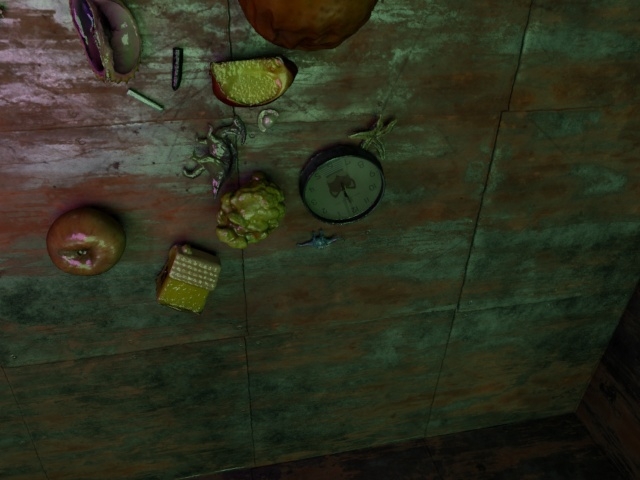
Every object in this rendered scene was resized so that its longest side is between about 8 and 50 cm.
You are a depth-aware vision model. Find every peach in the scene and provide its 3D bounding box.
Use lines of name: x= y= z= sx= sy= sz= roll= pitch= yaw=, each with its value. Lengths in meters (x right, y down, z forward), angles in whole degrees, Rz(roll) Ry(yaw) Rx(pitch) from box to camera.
peach: x=-0.208 y=-0.498 z=1.632 sx=0.268 sy=0.154 sz=0.158 roll=-15 pitch=118 yaw=-16

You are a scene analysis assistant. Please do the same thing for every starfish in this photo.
starfish: x=0.177 y=-0.370 z=1.880 sx=0.176 sy=0.053 sz=0.208 roll=2 pitch=130 yaw=-26

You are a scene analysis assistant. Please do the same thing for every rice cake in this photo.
rice cake: x=-0.555 y=-0.442 z=1.660 sx=0.121 sy=0.021 sz=0.022 roll=27 pitch=118 yaw=-27

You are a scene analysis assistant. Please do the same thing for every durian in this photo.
durian: x=-0.598 y=-0.584 z=1.489 sx=0.187 sy=0.154 sz=0.260 roll=-12 pitch=123 yaw=-34

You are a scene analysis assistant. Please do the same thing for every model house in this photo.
model house: x=-0.493 y=0.135 z=1.980 sx=0.194 sy=0.174 sz=0.234 roll=21 pitch=120 yaw=-26

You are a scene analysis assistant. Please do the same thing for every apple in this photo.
apple: x=-0.799 y=0.002 z=1.797 sx=0.261 sy=0.194 sz=0.260 roll=-6 pitch=124 yaw=-8

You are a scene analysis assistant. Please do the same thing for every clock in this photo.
clock: x=0.083 y=-0.198 z=1.949 sx=0.326 sy=0.067 sz=0.324 roll=-6 pitch=131 yaw=-7

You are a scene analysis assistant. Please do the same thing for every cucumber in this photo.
cucumber: x=-0.444 y=-0.526 z=1.624 sx=0.032 sy=0.032 sz=0.133 roll=3 pitch=122 yaw=-17

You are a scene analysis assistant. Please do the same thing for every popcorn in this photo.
popcorn: x=-0.246 y=-0.107 z=1.843 sx=0.235 sy=0.241 sz=0.250 roll=24 pitch=112 yaw=-25

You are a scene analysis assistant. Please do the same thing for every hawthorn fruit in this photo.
hawthorn fruit: x=-0.020 y=-0.717 z=1.356 sx=0.473 sy=0.471 sz=0.471 roll=-7 pitch=125 yaw=-10

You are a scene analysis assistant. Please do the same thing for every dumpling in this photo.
dumpling: x=-0.180 y=-0.410 z=1.771 sx=0.059 sy=0.043 sz=0.077 roll=39 pitch=124 yaw=-16

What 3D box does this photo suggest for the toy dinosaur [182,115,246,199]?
toy dinosaur: x=-0.357 y=-0.291 z=1.782 sx=0.162 sy=0.077 sz=0.294 roll=16 pitch=118 yaw=-24

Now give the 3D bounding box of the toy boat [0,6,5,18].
toy boat: x=-0.919 y=-0.583 z=1.451 sx=0.049 sy=0.047 sz=0.149 roll=21 pitch=120 yaw=-42

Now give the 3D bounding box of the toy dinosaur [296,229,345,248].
toy dinosaur: x=0.000 y=0.000 z=2.100 sx=0.198 sy=0.045 sz=0.080 roll=-7 pitch=139 yaw=-2
